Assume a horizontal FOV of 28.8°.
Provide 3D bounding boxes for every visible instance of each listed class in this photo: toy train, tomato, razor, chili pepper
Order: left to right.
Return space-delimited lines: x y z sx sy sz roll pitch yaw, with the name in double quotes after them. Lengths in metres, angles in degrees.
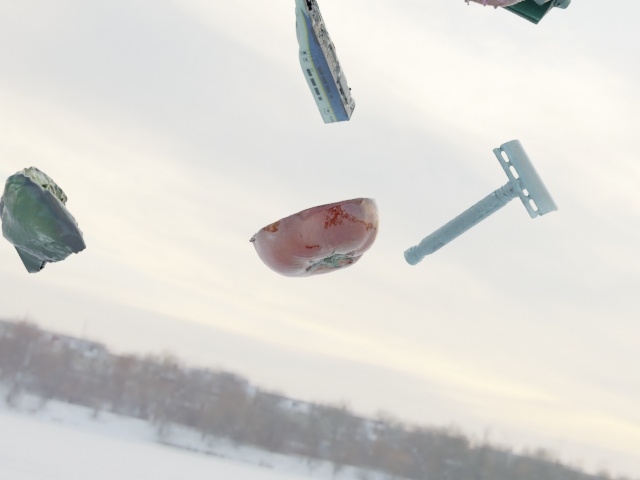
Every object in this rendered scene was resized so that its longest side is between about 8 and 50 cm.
-0.431 -0.033 1.864 0.148 0.116 0.264 54 -4 -13 "chili pepper"
-0.007 -0.285 1.881 0.051 0.052 0.234 -8 -52 23 "toy train"
-0.001 0.003 2.014 0.225 0.085 0.225 -14 -13 -3 "tomato"
0.198 -0.032 1.653 0.232 0.106 0.068 -35 -12 38 "razor"

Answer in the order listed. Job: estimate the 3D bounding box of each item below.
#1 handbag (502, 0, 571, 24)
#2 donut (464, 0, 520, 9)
0.403 -0.531 2.284 0.238 0.326 0.089 32 -38 26 "handbag"
0.205 -0.343 1.537 0.166 0.117 0.065 25 7 -5 "donut"
